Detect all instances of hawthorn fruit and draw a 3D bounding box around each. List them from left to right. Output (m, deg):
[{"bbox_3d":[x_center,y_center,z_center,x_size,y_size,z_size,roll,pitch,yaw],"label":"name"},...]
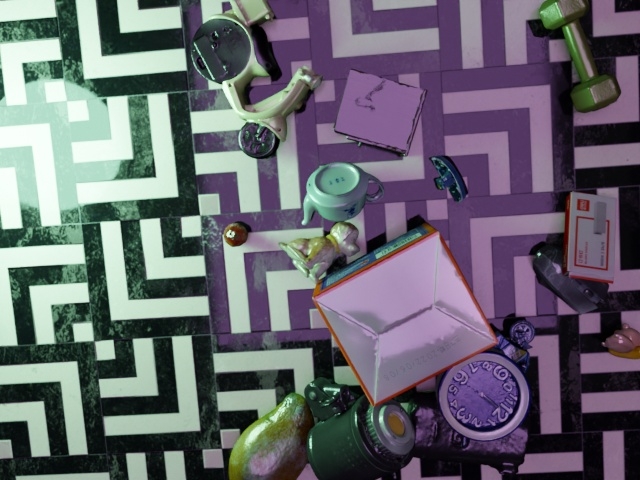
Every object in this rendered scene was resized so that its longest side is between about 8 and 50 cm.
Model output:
[{"bbox_3d":[-0.228,-0.014,1.787,0.067,0.103,0.066,0,89,0],"label":"hawthorn fruit"}]

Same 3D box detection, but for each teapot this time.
[{"bbox_3d":[0.054,-0.111,1.750,0.232,0.159,0.158,-18,96,-5],"label":"teapot"}]

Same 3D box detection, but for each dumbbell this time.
[{"bbox_3d":[0.647,-0.470,1.680,0.108,0.121,0.301,-19,96,34],"label":"dumbbell"}]

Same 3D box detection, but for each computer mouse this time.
[{"bbox_3d":[0.657,0.102,1.766,0.231,0.071,0.126,42,97,-3],"label":"computer mouse"}]

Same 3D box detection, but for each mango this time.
[{"bbox_3d":[-0.125,0.565,1.837,0.193,0.146,0.316,34,83,-2],"label":"mango"}]

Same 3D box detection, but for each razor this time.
[{"bbox_3d":[0.390,0.516,1.812,0.327,0.107,0.189,10,96,2],"label":"razor"}]

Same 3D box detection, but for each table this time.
[{"bbox_3d":[0.144,-0.314,1.696,0.193,0.169,0.172,17,97,1],"label":"table"}]

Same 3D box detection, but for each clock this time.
[{"bbox_3d":[-0.159,-0.424,1.729,0.277,0.120,0.378,-31,94,11],"label":"clock"},{"bbox_3d":[0.409,0.387,1.712,0.231,0.083,0.230,0,93,0],"label":"clock"}]

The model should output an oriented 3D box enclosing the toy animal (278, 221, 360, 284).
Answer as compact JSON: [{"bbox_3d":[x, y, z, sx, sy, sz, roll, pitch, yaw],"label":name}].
[{"bbox_3d":[0.000,0.000,1.782,0.185,0.184,0.104,-40,135,-10],"label":"toy animal"}]

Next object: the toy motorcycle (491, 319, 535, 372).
[{"bbox_3d":[0.465,0.314,1.793,0.255,0.092,0.135,-26,96,4],"label":"toy motorcycle"}]

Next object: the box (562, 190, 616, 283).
[{"bbox_3d":[0.687,-0.005,1.721,0.123,0.050,0.229,8,74,4],"label":"box"}]

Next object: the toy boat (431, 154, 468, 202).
[{"bbox_3d":[0.332,-0.161,1.758,0.061,0.060,0.137,-29,99,-15],"label":"toy boat"}]

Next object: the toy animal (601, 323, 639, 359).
[{"bbox_3d":[0.799,0.263,1.781,0.114,0.091,0.081,26,69,-12],"label":"toy animal"}]

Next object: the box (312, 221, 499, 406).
[{"bbox_3d":[0.204,0.174,1.709,0.349,0.257,0.318,-30,96,5],"label":"box"}]

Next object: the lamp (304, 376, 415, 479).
[{"bbox_3d":[0.114,0.528,1.740,0.272,0.205,0.373,-15,95,38],"label":"lamp"}]
